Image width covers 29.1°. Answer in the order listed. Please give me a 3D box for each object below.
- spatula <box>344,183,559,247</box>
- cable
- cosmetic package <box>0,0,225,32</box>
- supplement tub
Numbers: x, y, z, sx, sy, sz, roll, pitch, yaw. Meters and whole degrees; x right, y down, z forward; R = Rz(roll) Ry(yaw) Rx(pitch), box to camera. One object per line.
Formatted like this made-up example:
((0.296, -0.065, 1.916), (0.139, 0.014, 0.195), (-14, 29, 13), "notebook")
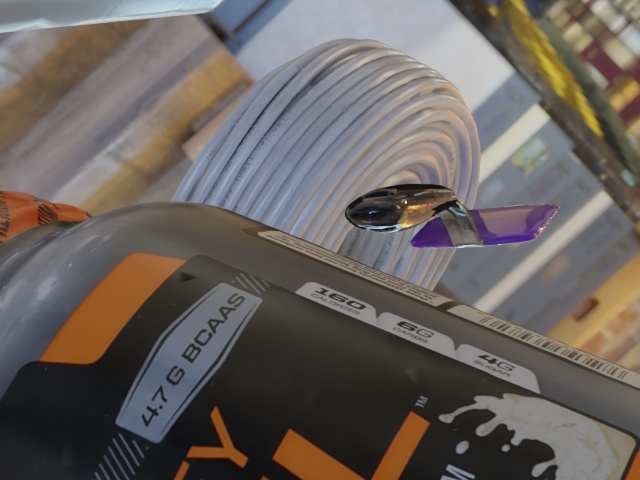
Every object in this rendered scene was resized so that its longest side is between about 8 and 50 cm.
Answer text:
((0.068, -0.013, 0.674), (0.084, 0.030, 0.296), (-4, 177, 20), "spatula")
((0.000, 0.000, 0.783), (0.257, 0.089, 0.257), (-48, 154, -22), "cable")
((-0.166, -0.219, 0.835), (0.238, 0.127, 0.107), (-15, 172, -39), "cosmetic package")
((0.006, 0.107, 0.382), (0.193, 0.316, 0.194), (-53, 155, -38), "supplement tub")
